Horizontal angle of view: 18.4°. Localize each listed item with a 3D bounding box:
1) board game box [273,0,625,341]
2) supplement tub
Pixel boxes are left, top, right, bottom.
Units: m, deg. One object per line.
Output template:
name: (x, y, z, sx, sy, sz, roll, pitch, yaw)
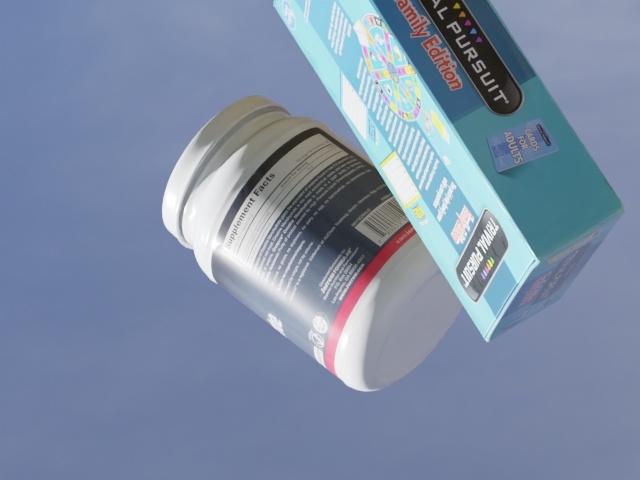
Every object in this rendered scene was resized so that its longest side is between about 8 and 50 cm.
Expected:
board game box: (0.086, -0.109, 1.498, 0.079, 0.336, 0.254, -30, 169, -11)
supplement tub: (0.000, 0.000, 1.921, 0.272, 0.191, 0.191, 37, -135, 23)
